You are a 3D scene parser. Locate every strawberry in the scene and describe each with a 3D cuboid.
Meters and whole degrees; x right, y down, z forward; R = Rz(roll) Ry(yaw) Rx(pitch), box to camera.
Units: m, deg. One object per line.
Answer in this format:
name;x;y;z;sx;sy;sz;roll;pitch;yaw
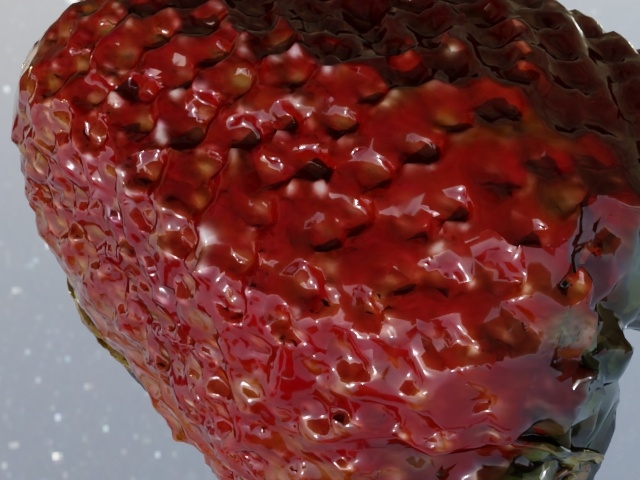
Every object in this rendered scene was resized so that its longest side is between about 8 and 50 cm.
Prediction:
strawberry;0.000;0.000;0.762;0.351;0.312;0.267;27;-157;6

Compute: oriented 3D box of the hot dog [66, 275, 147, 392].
hot dog;-0.088;0.078;1.133;0.259;0.114;0.175;18;163;29
